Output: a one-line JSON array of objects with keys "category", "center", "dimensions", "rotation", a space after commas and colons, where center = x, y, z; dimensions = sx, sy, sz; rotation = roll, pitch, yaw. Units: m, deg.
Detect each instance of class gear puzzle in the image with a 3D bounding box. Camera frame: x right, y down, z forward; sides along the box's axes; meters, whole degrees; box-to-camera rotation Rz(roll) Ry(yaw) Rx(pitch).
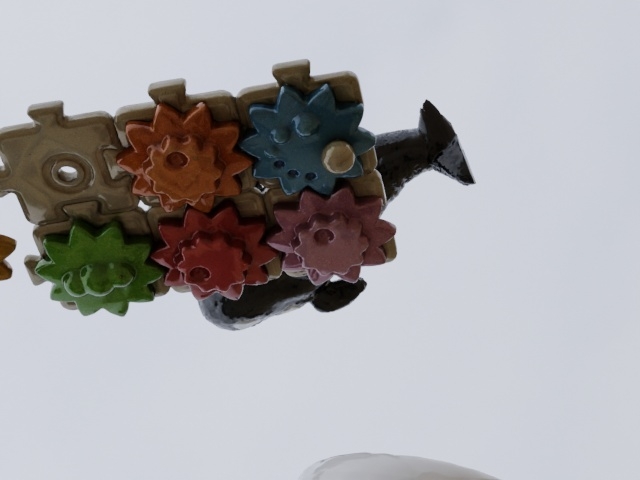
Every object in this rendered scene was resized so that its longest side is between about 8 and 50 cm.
[{"category": "gear puzzle", "center": [-0.125, -0.015, 1.057], "dimensions": [0.044, 0.339, 0.175], "rotation": [-91, -10, -50]}]

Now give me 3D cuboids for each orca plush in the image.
[{"category": "orca plush", "center": [0.000, 0.000, 1.406], "dimensions": [0.151, 0.287, 0.102], "rotation": [64, -161, -13]}]

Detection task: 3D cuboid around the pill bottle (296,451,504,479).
[{"category": "pill bottle", "center": [0.031, 0.277, 0.840], "dimensions": [0.169, 0.169, 0.301], "rotation": [37, -122, -39]}]
